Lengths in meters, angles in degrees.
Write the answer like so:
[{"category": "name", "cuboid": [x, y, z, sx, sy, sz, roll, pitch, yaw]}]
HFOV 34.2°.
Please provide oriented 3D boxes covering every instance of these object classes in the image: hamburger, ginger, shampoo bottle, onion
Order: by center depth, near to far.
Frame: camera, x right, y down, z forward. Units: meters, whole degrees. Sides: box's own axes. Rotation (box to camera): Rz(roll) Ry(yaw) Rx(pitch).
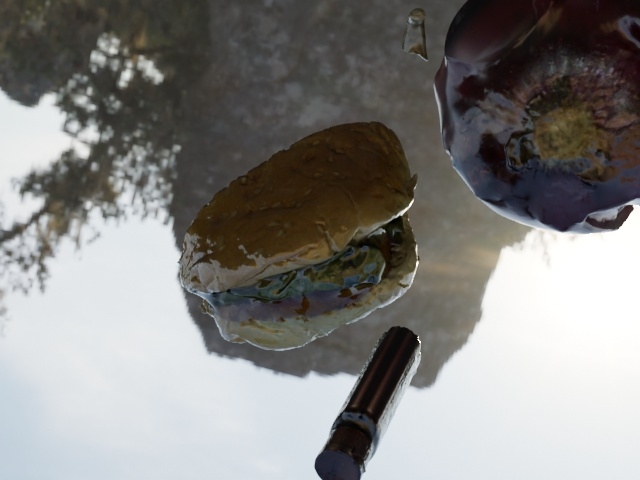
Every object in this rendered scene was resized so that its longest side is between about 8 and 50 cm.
[{"category": "ginger", "cuboid": [0.111, -0.238, 1.239, 0.030, 0.048, 0.097, -12, 165, -4]}, {"category": "hamburger", "cuboid": [0.002, 0.003, 1.242, 0.209, 0.330, 0.162, 46, 168, 50]}, {"category": "onion", "cuboid": [0.387, -0.197, 1.473, 0.398, 0.398, 0.420, 22, -168, 30]}, {"category": "shampoo bottle", "cuboid": [0.079, 0.264, 1.643, 0.084, 0.129, 0.323, 24, -150, 8]}]
